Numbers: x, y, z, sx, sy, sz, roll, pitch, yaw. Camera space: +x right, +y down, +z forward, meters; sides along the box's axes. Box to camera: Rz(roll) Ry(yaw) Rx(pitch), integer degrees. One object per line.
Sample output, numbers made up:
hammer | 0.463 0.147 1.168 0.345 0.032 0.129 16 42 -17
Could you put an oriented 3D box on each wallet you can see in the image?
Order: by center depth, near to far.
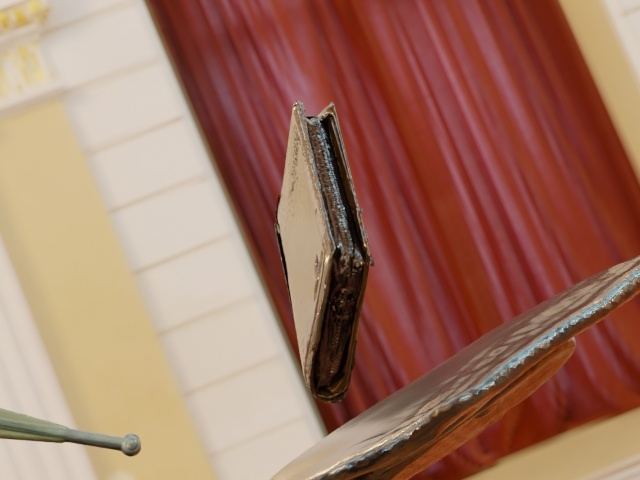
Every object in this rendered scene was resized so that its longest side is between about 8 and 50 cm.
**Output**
wallet | 0.013 0.103 0.738 0.323 0.041 0.247 -37 -9 39
wallet | 0.000 0.000 1.020 0.031 0.110 0.198 4 31 -10

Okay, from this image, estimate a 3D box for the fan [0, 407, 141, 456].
fan | -0.234 0.143 1.270 0.193 0.038 0.016 9 -19 -4
